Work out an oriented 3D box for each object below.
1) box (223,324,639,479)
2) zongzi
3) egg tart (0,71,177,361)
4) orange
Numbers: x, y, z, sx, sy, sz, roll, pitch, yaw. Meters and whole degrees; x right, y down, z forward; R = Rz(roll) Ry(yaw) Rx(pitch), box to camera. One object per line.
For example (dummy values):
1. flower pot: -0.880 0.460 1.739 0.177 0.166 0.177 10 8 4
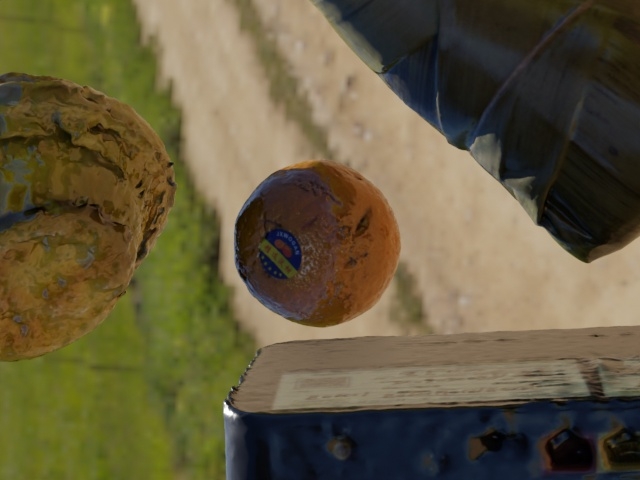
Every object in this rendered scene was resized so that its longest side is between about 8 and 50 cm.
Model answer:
1. box: 0.132 0.086 0.981 0.211 0.350 0.058 -59 -33 -81
2. zongzi: 0.122 -0.152 1.175 0.145 0.300 0.274 -57 -2 33
3. egg tart: -0.246 0.005 1.539 0.123 0.294 0.294 58 145 42
4. orange: 0.001 0.002 1.531 0.136 0.117 0.135 6 100 38
